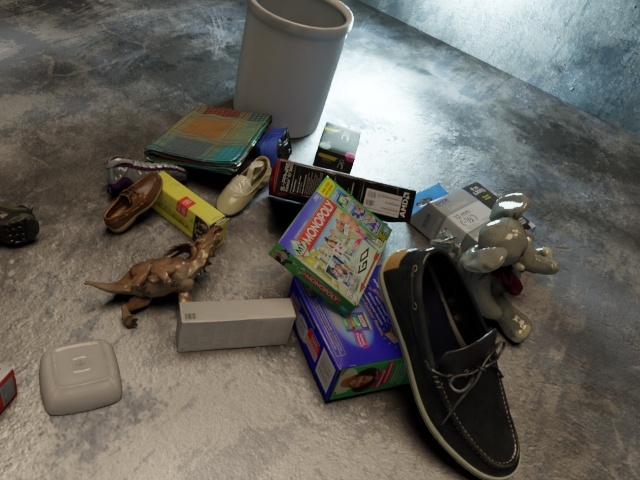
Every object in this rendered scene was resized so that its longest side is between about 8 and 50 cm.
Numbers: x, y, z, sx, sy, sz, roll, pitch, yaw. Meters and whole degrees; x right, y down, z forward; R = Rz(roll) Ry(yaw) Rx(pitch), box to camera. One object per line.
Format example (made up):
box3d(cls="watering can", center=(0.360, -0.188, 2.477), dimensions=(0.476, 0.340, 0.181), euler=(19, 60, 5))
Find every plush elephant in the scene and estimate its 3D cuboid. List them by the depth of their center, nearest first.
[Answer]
box3d(cls="plush elephant", center=(0.452, 0.041, 1.434), dimensions=(0.329, 0.255, 0.272), euler=(32, 70, 0))

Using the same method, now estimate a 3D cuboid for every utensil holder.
box3d(cls="utensil holder", center=(-0.104, -0.575, 1.900), dimensions=(0.327, 0.386, 0.328), euler=(11, 42, -10))

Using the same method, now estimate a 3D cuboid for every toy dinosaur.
box3d(cls="toy dinosaur", center=(-0.349, 0.074, 1.292), dimensions=(0.295, 0.127, 0.200), euler=(-8, 39, -12))

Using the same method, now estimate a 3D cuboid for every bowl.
box3d(cls="bowl", center=(-0.450, 0.245, 1.106), dimensions=(0.142, 0.053, 0.142), euler=(-7, 46, -26))

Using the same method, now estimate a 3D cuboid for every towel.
box3d(cls="towel", center=(-0.316, -0.309, 1.729), dimensions=(0.271, 0.040, 0.370), euler=(10, 35, 9))

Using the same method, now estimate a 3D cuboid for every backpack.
box3d(cls="backpack", center=(-0.142, -0.267, 1.769), dimensions=(0.101, 0.098, 0.120), euler=(-5, 37, 17))

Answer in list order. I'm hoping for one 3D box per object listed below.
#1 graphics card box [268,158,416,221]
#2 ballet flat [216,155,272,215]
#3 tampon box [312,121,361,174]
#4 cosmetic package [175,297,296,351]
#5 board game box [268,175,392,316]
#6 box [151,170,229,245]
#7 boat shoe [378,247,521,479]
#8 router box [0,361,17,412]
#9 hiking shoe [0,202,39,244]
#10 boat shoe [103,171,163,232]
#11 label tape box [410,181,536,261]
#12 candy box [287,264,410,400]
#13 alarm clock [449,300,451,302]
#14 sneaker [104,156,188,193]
box3d(cls="graphics card box", center=(0.049, -0.129, 1.597), dimensions=(0.370, 0.094, 0.233), euler=(11, 0, -9))
box3d(cls="ballet flat", center=(-0.207, -0.161, 1.632), dimensions=(0.086, 0.086, 0.248), euler=(26, 41, 8))
box3d(cls="tampon box", center=(0.049, -0.275, 1.843), dimensions=(0.120, 0.102, 0.161), euler=(16, 41, -2))
box3d(cls="cosmetic package", center=(-0.181, 0.177, 1.254), dimensions=(0.238, 0.099, 0.061), euler=(0, 41, -22))
box3d(cls="board game box", center=(0.034, 0.001, 1.345), dimensions=(0.213, 0.046, 0.317), euler=(40, 38, -6))
box3d(cls="box", center=(-0.337, -0.075, 1.482), dimensions=(0.232, 0.087, 0.058), euler=(36, 43, 17))
box3d(cls="boat shoe", center=(0.274, 0.239, 1.176), dimensions=(0.186, 0.156, 0.501), euler=(-18, 82, -31))
box3d(cls="router box", center=(-0.733, 0.272, 0.942), dimensions=(0.335, 0.082, 0.301), euler=(22, 41, 4))
box3d(cls="hiking shoe", center=(-0.746, -0.037, 1.298), dimensions=(0.226, 0.086, 0.114), euler=(-3, 31, -32))
box3d(cls="boat shoe", center=(-0.449, -0.098, 1.422), dimensions=(0.064, 0.060, 0.178), euler=(34, 74, 19))
box3d(cls="label tape box", center=(0.422, -0.073, 1.757), dimensions=(0.249, 0.115, 0.347), euler=(-23, 57, -39))
box3d(cls="candy box", center=(0.115, 0.192, 1.334), dimensions=(0.316, 0.122, 0.268), euler=(-6, 45, -25))
box3d(cls="alarm clock", center=(0.291, 0.104, 1.488), dimensions=(0.192, 0.064, 0.129), euler=(37, 22, -26))
box3d(cls="sneaker", center=(-0.456, -0.155, 1.555), dimensions=(0.223, 0.083, 0.098), euler=(3, 81, -36))
